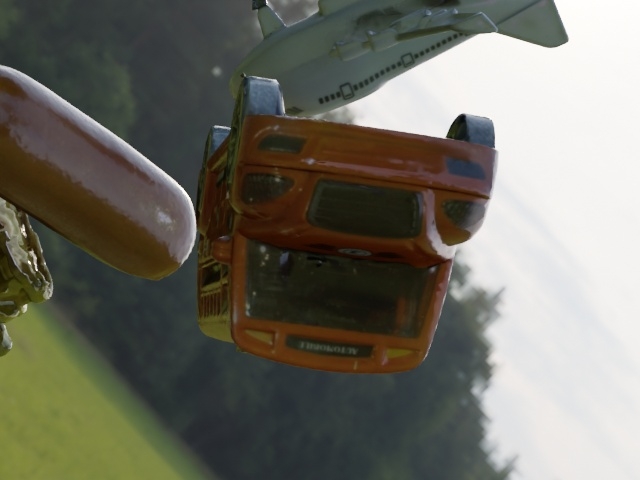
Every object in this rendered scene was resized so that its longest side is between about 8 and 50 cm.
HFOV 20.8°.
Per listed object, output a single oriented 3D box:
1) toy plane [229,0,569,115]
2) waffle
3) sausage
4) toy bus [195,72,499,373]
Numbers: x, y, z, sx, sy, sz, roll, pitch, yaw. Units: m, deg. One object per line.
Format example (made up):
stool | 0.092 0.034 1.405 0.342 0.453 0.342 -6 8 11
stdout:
toy plane | 0.054 -0.157 1.236 0.251 0.255 0.101 -75 149 -83
waffle | -0.377 -0.028 1.707 0.309 0.283 0.065 21 5 28
sausage | -0.220 -0.058 1.546 0.274 0.105 0.105 36 0 -33
toy bus | 0.000 0.000 1.028 0.143 0.153 0.329 8 -5 -9
